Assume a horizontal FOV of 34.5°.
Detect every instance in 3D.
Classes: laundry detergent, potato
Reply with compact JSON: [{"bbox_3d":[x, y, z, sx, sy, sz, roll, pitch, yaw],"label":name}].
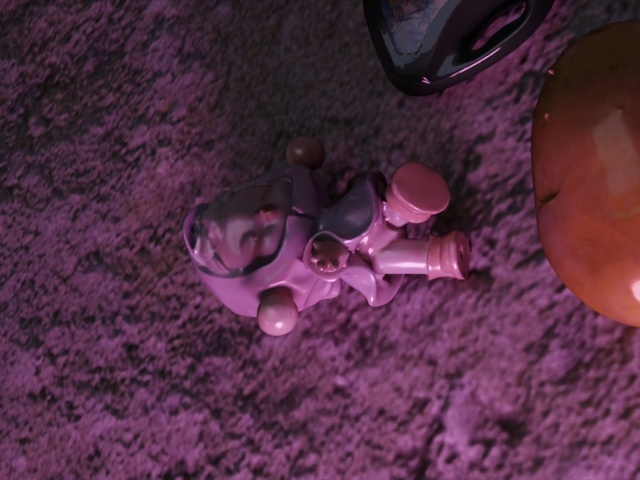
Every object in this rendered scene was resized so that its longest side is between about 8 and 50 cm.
[{"bbox_3d":[0.150,-0.228,0.927,0.221,0.078,0.144,-25,65,26],"label":"laundry detergent"},{"bbox_3d":[0.235,-0.051,0.780,0.150,0.146,0.234,150,124,-62],"label":"potato"}]

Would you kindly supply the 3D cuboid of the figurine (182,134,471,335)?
[{"bbox_3d":[-0.001,0.000,0.941,0.275,0.133,0.200,-6,61,31],"label":"figurine"}]
